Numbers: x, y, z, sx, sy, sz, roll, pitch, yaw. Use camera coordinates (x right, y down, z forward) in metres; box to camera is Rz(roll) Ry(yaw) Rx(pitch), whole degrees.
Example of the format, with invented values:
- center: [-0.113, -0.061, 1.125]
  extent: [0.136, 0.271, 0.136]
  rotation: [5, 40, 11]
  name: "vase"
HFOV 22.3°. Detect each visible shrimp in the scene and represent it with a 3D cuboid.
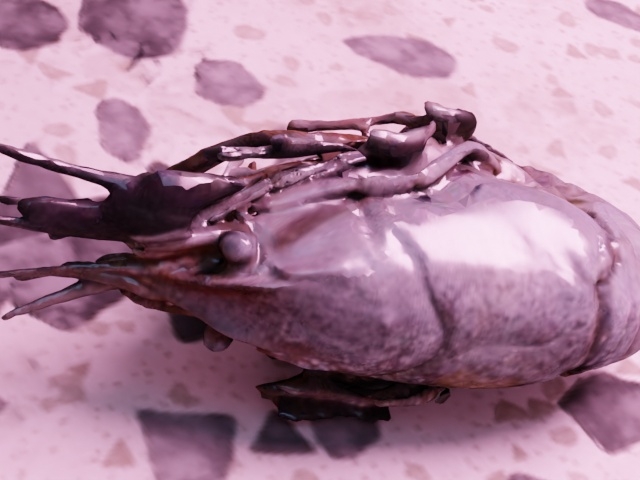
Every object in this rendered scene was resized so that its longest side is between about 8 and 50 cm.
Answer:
- center: [0.004, -0.001, 0.703]
  extent: [0.343, 0.116, 0.145]
  rotation: [5, 42, -28]
  name: "shrimp"
